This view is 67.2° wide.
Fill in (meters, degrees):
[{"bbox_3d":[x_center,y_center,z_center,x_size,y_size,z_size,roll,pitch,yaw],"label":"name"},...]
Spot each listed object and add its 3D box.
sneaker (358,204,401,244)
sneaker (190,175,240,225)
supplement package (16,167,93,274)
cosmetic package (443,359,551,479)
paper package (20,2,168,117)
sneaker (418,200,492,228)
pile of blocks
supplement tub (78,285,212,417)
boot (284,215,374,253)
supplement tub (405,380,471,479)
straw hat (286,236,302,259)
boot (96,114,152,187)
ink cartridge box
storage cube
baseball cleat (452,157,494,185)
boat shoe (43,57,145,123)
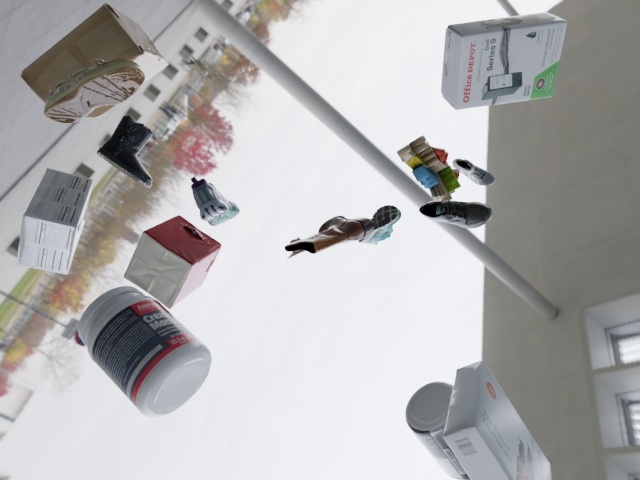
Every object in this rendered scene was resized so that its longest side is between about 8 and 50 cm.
[{"bbox_3d":[0.266,-0.062,2.059,0.275,0.109,0.107,-44,-146,54],"label":"sneaker"},{"bbox_3d":[-0.249,-0.096,1.135,0.083,0.098,0.223,-27,179,-6],"label":"sneaker"},{"bbox_3d":[-0.833,-0.062,1.522,0.204,0.145,0.262,-60,-153,31],"label":"supplement package"},{"bbox_3d":[0.471,0.549,1.251,0.097,0.377,0.284,-31,-174,27],"label":"cosmetic package"},{"bbox_3d":[-0.684,-0.539,1.502,0.324,0.168,0.309,-36,-167,6],"label":"paper package"},{"bbox_3d":[0.486,-0.098,1.758,0.267,0.106,0.101,5,-89,38],"label":"sneaker"},{"bbox_3d":[0.388,-0.229,1.580,0.112,0.362,0.149,-30,-121,28],"label":"pile of blocks"},{"bbox_3d":[-0.400,0.246,1.099,0.272,0.191,0.191,34,-93,24],"label":"supplement tub"},{"bbox_3d":[0.000,0.000,1.620,0.280,0.096,0.264,-22,-162,-37],"label":"boot"},{"bbox_3d":[0.420,0.614,1.518,0.193,0.316,0.194,-31,-158,14],"label":"supplement tub"},{"bbox_3d":[-0.089,0.020,1.880,0.144,0.061,0.144,-26,179,0],"label":"straw hat"},{"bbox_3d":[-0.739,-0.361,1.947,0.207,0.246,0.094,-58,-161,-17],"label":"boot"},{"bbox_3d":[0.500,-0.497,1.345,0.289,0.211,0.122,-10,-142,-3],"label":"ink cartridge box"},{"bbox_3d":[-0.460,0.065,1.514,0.215,0.183,0.193,-57,176,23],"label":"storage cube"},{"bbox_3d":[0.671,-0.294,2.101,0.109,0.205,0.072,-63,178,-82],"label":"baseball cleat"},{"bbox_3d":[-0.536,-0.366,1.125,0.285,0.104,0.089,-15,-108,19],"label":"boat shoe"}]
